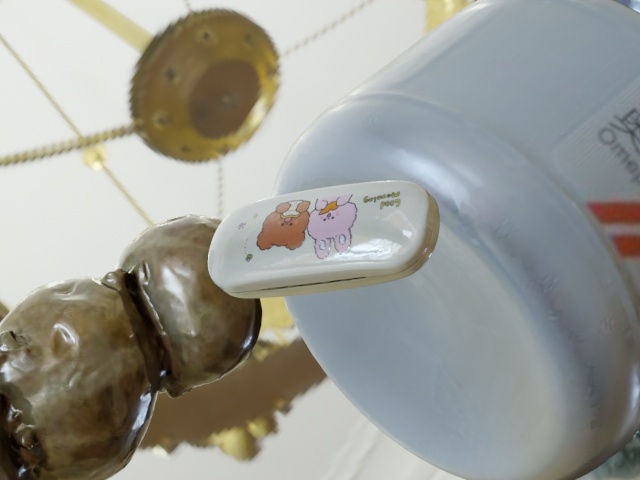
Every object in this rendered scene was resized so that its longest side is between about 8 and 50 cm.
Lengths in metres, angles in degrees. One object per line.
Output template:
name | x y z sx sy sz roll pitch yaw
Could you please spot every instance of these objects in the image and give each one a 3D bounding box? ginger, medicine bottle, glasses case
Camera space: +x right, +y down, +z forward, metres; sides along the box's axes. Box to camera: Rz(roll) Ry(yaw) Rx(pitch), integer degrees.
ginger | -0.106 0.058 0.688 0.204 0.080 0.104 -29 -53 -32
medicine bottle | 0.148 -0.032 0.971 0.306 0.245 0.245 -40 -46 -32
glasses case | 0.000 0.000 0.537 0.021 0.083 0.032 42 -130 -45

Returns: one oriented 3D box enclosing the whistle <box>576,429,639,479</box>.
whistle | 0.259 0.229 1.135 0.188 0.168 0.405 22 -117 -44
